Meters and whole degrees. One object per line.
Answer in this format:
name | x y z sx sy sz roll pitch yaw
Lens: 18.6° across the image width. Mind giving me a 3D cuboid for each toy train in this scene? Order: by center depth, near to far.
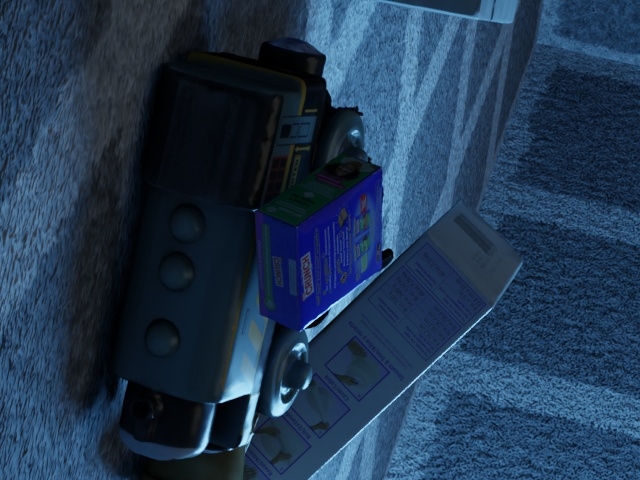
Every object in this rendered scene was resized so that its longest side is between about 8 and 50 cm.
toy train | -0.073 0.008 1.482 0.190 0.142 0.334 -9 115 -67

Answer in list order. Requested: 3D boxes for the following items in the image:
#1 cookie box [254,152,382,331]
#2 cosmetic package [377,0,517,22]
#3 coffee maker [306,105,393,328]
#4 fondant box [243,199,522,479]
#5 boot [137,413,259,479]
cookie box | 0.000 0.000 1.429 0.107 0.040 0.092 -36 135 -44
cosmetic package | 0.136 -0.346 2.075 0.385 0.156 0.217 -30 131 -76
coffee maker | -0.011 -0.021 1.885 0.178 0.120 0.171 -55 133 -68
fondant box | 0.035 0.117 1.868 0.330 0.096 0.238 -45 177 14
boot | -0.077 0.091 1.669 0.236 0.089 0.269 -146 -107 -85
